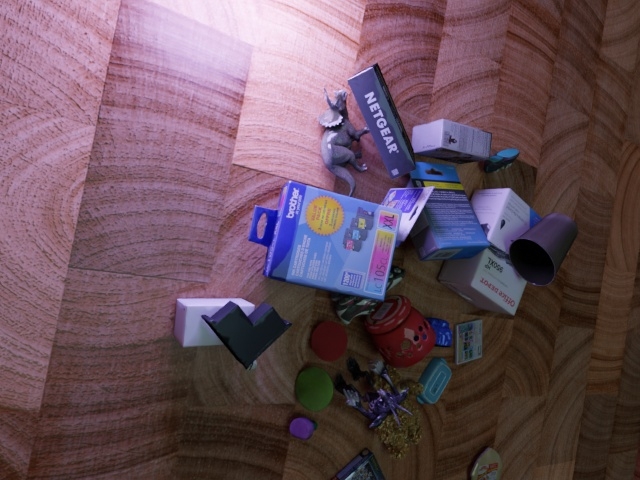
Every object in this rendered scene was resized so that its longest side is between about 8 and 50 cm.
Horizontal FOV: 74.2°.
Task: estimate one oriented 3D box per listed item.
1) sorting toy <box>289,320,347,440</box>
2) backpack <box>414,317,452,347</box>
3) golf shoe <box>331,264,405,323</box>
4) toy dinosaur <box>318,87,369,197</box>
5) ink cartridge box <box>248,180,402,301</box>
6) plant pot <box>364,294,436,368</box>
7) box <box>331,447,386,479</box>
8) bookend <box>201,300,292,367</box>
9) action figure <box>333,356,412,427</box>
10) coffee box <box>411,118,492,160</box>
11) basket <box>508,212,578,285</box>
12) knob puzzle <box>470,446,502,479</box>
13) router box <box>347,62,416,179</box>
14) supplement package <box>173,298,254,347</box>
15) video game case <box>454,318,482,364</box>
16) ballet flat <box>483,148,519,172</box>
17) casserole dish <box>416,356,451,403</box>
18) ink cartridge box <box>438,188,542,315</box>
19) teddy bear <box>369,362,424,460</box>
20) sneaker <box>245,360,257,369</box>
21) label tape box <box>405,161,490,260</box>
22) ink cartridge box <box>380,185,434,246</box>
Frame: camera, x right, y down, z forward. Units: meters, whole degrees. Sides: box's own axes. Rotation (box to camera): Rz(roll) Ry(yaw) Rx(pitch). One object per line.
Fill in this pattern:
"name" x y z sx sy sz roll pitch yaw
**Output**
"sorting toy" 0.014 0.431 1.311 0.126 0.127 0.365 25 83 -59
"backpack" 0.393 0.326 1.510 0.120 0.098 0.101 7 80 -18
"golf shoe" 0.159 0.164 1.373 0.273 0.105 0.120 -24 120 -21
"toy dinosaur" 0.060 -0.284 1.282 0.161 0.121 0.313 2 97 -18
"ink cartridge box" 0.000 0.000 1.189 0.396 0.151 0.269 13 86 -11
"plant pot" 0.251 0.286 1.368 0.191 0.191 0.174 -42 110 -21
"box" 0.149 0.847 1.428 0.159 0.044 0.233 -31 108 -25
"bookend" -0.182 0.201 1.056 0.156 0.072 0.157 -42 113 -22
"action figure" 0.144 0.448 1.265 0.164 0.276 0.140 -42 113 -21
"coffee box" 0.458 -0.339 1.476 0.247 0.141 0.098 4 91 -31
"basket" 0.801 0.012 1.504 0.227 0.154 0.204 -40 114 -27
"knob puzzle" 0.681 0.949 1.753 0.213 0.030 0.213 -2 95 -29
"router box" 0.191 -0.364 1.271 0.081 0.243 0.308 -22 109 19
"supplement package" -0.277 0.210 1.104 0.179 0.105 0.105 5 91 -31
"video game case" 0.583 0.397 1.666 0.143 0.019 0.157 -5 96 -29
"ballet flat" 0.710 -0.310 1.672 0.203 0.074 0.074 -23 105 -33
"casserole dish" 0.425 0.525 1.573 0.114 0.037 0.188 45 72 -24
"ink cartridge box" 0.656 0.044 1.600 0.286 0.166 0.394 31 78 -28
"teddy bear" 0.273 0.587 1.447 0.245 0.113 0.337 -8 97 -32
"sneaker" -0.203 0.329 1.197 0.037 0.032 0.083 -16 100 -29
"label tape box" 0.406 -0.102 1.460 0.241 0.106 0.333 -1 63 -30
"ink cartridge box" 0.250 -0.075 1.332 0.045 0.208 0.206 39 75 -26
